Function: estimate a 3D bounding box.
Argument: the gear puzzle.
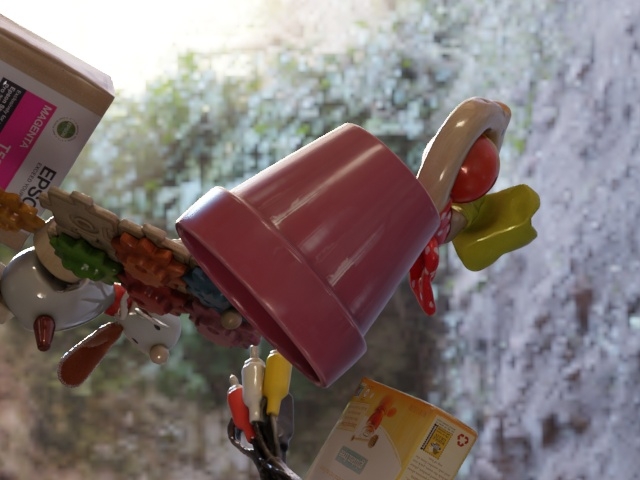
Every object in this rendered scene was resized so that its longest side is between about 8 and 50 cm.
[{"bbox_3d":[-0.215,0.020,1.496,0.175,0.339,0.044,98,-162,-66],"label":"gear puzzle"}]

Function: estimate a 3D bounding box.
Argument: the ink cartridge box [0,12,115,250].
[{"bbox_3d":[-0.385,-0.135,1.758,0.234,0.193,0.088,-56,21,12],"label":"ink cartridge box"}]

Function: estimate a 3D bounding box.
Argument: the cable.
[{"bbox_3d":[-0.075,0.252,1.788,0.139,0.072,0.287,-43,30,28],"label":"cable"}]

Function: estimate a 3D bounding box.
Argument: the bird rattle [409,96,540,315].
[{"bbox_3d":[0.126,-0.052,1.531,0.253,0.143,0.207,-14,-55,-55],"label":"bird rattle"}]

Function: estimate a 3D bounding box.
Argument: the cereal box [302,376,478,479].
[{"bbox_3d":[0.012,0.223,1.089,0.240,0.047,0.173,-59,15,-7],"label":"cereal box"}]

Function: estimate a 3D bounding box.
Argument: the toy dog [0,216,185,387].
[{"bbox_3d":[-0.286,0.100,1.871,0.220,0.334,0.161,-46,48,37],"label":"toy dog"}]

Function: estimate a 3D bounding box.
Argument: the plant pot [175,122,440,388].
[{"bbox_3d":[0.000,0.000,1.323,0.201,0.180,0.201,45,170,10],"label":"plant pot"}]
